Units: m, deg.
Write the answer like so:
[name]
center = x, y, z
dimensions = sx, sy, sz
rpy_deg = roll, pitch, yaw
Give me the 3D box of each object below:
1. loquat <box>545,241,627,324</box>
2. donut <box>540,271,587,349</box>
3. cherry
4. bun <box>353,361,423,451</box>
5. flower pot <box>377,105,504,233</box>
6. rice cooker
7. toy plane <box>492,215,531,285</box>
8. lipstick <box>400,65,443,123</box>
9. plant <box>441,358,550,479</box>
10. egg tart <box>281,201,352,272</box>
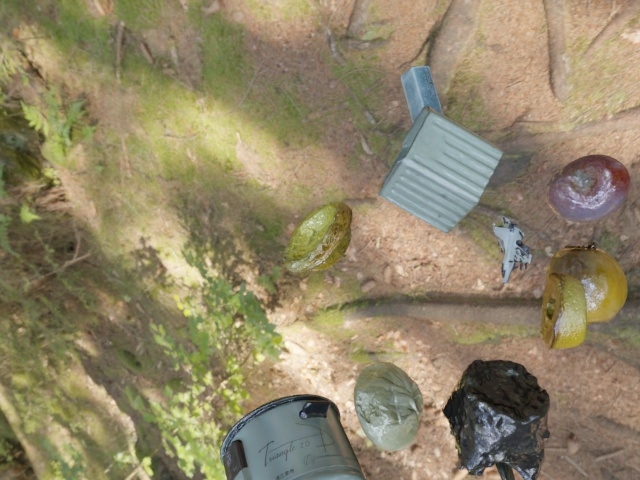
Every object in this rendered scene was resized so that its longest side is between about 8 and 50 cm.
[loquat]
center = 0.770, 0.129, 1.299
dimensions = 0.193, 0.238, 0.238
rpy_deg = -20, 98, 60
[donut]
center = 0.513, 0.148, 0.936
dimensions = 0.065, 0.178, 0.162
rpy_deg = 7, 107, 18
[cherry]
center = 0.853, -0.154, 1.416
dimensions = 0.239, 0.239, 0.206
rpy_deg = 112, 147, -44
[bun]
center = 0.187, 0.420, 1.132
dimensions = 0.134, 0.220, 0.220
rpy_deg = -28, 91, 30
[flower pot]
center = 0.261, -0.159, 0.993
dimensions = 0.189, 0.239, 0.209
rpy_deg = 28, 171, 0
[rice cooker]
center = -0.050, 0.410, 0.804
dimensions = 0.281, 0.241, 0.227
rpy_deg = -65, 32, 23
[toy plane]
center = 0.517, 0.030, 1.200
dimensions = 0.234, 0.082, 0.160
rpy_deg = 62, 180, -39
[lipstick]
center = 0.316, -0.372, 1.322
dimensions = 0.076, 0.077, 0.290
rpy_deg = 160, 97, -68
[plant]
center = 0.366, 0.400, 0.956
dimensions = 0.199, 0.188, 0.276
rpy_deg = -103, 8, -58
[egg tart]
center = 0.001, 0.002, 1.027
dimensions = 0.090, 0.213, 0.212
rpy_deg = 45, 146, -23
